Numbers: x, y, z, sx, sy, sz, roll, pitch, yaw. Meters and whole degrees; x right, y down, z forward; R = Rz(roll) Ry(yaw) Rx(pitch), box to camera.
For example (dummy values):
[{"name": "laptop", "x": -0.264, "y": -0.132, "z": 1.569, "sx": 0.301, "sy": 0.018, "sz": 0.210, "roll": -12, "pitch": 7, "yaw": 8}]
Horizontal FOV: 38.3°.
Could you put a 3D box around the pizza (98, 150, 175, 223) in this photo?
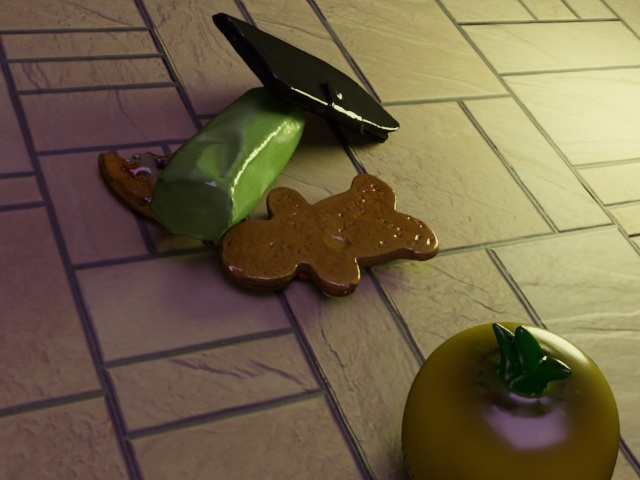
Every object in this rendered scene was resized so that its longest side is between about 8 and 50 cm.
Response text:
[{"name": "pizza", "x": -0.226, "y": -0.089, "z": 1.402, "sx": 0.176, "sy": 0.036, "sz": 0.185, "roll": -25, "pitch": 60, "yaw": -37}]

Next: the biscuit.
[{"name": "biscuit", "x": 0.000, "y": 0.000, "z": 1.390, "sx": 0.339, "sy": 0.047, "sz": 0.216, "roll": -21, "pitch": 54, "yaw": -32}]

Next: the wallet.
[{"name": "wallet", "x": -0.016, "y": -0.261, "z": 1.516, "sx": 0.377, "sy": 0.051, "sz": 0.197, "roll": 13, "pitch": 33, "yaw": -55}]

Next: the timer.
[{"name": "timer", "x": 0.229, "y": 0.199, "z": 1.088, "sx": 0.285, "sy": 0.285, "sz": 0.285, "roll": 10, "pitch": 45, "yaw": -10}]

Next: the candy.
[{"name": "candy", "x": -0.133, "y": -0.124, "z": 1.374, "sx": 0.142, "sy": 0.132, "sz": 0.343, "roll": 32, "pitch": 35, "yaw": -1}]
